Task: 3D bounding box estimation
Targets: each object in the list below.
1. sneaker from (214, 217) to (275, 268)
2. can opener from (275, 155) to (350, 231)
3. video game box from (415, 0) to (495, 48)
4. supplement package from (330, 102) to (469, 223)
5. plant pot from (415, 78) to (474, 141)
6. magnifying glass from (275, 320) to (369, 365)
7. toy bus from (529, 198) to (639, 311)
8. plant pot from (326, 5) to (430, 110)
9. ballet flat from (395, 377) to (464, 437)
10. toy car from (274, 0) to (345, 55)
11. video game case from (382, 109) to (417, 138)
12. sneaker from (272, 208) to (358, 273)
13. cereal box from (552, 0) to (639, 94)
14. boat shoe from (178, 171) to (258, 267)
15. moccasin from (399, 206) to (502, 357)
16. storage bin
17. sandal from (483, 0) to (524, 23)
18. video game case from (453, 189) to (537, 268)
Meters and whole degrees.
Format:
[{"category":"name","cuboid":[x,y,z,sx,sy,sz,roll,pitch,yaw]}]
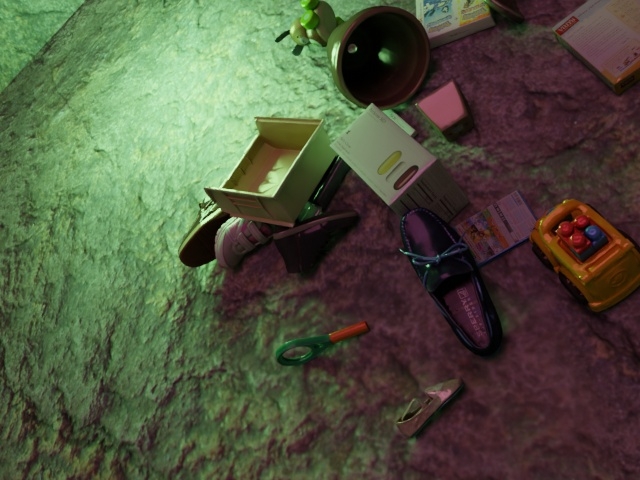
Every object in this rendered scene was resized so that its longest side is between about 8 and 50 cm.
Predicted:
[{"category":"sneaker","cuboid":[-0.191,-0.028,1.775,0.111,0.103,0.252,28,84,42]},{"category":"can opener","cuboid":[-0.019,-0.126,1.713,0.076,0.095,0.283,25,82,39]},{"category":"video game box","cuboid":[0.357,-0.621,1.750,0.205,0.048,0.187,-14,62,28]},{"category":"supplement package","cuboid":[0.183,-0.158,1.521,0.145,0.204,0.262,-45,49,6]},{"category":"plant pot","cuboid":[0.312,-0.304,1.582,0.109,0.109,0.096,-33,65,16]},{"category":"magnifying glass","cuboid":[0.004,0.240,1.523,0.231,0.092,0.026,-24,51,10]},{"category":"toy bus","cuboid":[0.484,-0.003,1.233,0.149,0.211,0.220,-42,49,11]},{"category":"plant pot","cuboid":[0.125,-0.498,1.735,0.263,0.263,0.229,-47,32,5]},{"category":"ballet flat","cuboid":[0.219,0.332,1.331,0.052,0.057,0.168,43,95,5]},{"category":"toy car","cuboid":[-0.042,-0.619,1.959,0.188,0.155,0.148,-22,55,35]},{"category":"video game case","cuboid":[0.157,-0.265,1.716,0.157,0.019,0.143,-44,50,7]},{"category":"sneaker","cuboid":[0.000,0.000,1.658,0.222,0.118,0.083,-18,11,0]},{"category":"cereal box","cuboid":[0.659,-0.455,1.456,0.173,0.047,0.240,-36,51,13]},{"category":"boat shoe","cuboid":[-0.286,-0.074,1.860,0.342,0.123,0.123,-51,42,-4]},{"category":"moccasin","cuboid":[0.274,0.072,1.330,0.138,0.117,0.342,-36,74,10]},{"category":"storage bin","cuboid":[-0.129,-0.186,1.694,0.261,0.123,0.262,11,59,35]},{"category":"sandal","cuboid":[0.457,-0.669,1.647,0.086,0.120,0.302,-41,43,47]},{"category":"video game case","cuboid":[0.388,-0.024,1.436,0.166,0.015,0.119,-32,53,16]}]
